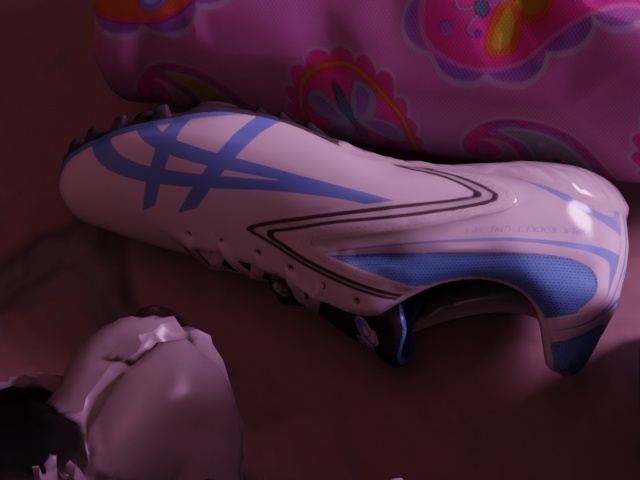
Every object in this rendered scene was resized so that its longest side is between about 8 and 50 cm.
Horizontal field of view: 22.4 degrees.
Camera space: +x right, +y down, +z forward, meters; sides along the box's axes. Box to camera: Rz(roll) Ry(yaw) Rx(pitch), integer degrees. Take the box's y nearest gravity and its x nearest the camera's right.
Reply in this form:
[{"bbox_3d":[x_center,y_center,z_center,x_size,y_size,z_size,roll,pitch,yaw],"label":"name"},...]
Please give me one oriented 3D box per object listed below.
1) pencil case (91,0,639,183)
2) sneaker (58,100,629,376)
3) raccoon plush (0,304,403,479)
[{"bbox_3d":[0.052,-0.096,0.652,0.284,0.124,0.124,8,68,14],"label":"pencil case"},{"bbox_3d":[0.000,0.000,0.636,0.237,0.085,0.086,9,76,18],"label":"sneaker"},{"bbox_3d":[-0.113,0.212,0.420,0.299,0.216,0.446,-3,44,48],"label":"raccoon plush"}]
